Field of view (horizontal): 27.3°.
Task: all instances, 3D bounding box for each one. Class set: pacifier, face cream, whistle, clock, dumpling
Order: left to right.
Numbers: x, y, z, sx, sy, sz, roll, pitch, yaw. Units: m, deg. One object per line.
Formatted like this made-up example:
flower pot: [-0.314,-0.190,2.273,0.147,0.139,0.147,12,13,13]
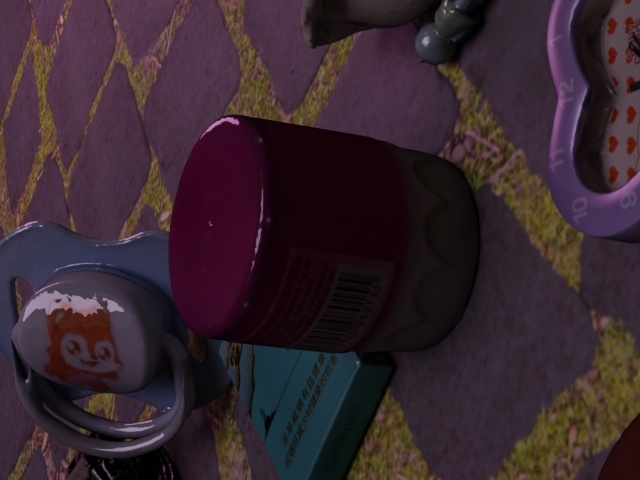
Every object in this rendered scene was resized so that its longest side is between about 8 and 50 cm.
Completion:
pacifier: [-0.206,0.074,1.423,0.233,0.299,0.244,-58,-30,-57]
face cream: [0.000,0.000,1.038,0.175,0.195,0.175,-24,62,56]
dumpling: [0.042,-0.237,1.073,0.124,0.151,0.229,49,129,21]
whistle: [0.106,-0.175,1.052,0.100,0.035,0.035,-50,42,42]
clock: [0.213,-0.100,0.807,0.172,0.064,0.198,-20,66,59]

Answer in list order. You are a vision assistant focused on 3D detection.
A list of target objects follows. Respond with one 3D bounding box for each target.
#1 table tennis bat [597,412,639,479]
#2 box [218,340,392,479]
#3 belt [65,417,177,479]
table tennis bat: [0.209,0.187,0.775,0.310,0.038,0.200,-24,62,57]
box: [-0.020,0.108,1.207,0.229,0.041,0.162,56,131,50]
belt: [-0.178,0.347,1.374,0.094,0.126,0.359,-55,44,26]
